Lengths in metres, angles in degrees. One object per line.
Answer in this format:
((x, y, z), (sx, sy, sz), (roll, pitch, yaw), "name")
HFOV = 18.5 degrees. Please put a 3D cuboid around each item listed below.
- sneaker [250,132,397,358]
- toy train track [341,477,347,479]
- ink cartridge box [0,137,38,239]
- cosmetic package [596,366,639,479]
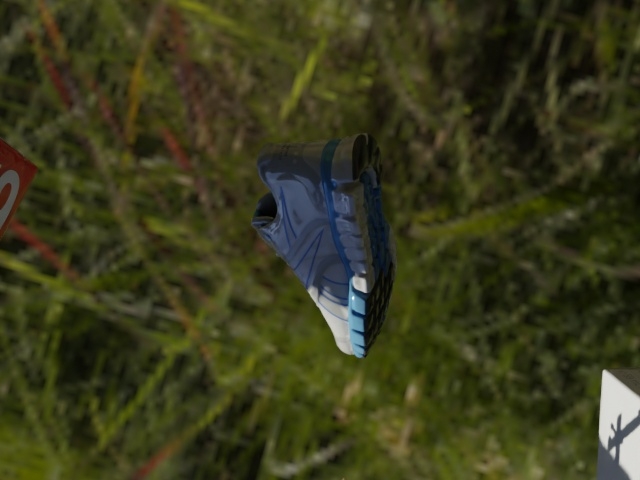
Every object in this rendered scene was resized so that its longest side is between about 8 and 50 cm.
((0.000, 0.000, 1.243), (0.083, 0.071, 0.190), (7, 138, 16), "sneaker")
((0.009, 0.205, 1.574), (0.048, 0.014, 0.083), (38, 149, -2), "toy train track")
((-0.341, 0.008, 1.241), (0.130, 0.272, 0.309), (25, 174, 16), "ink cartridge box")
((0.358, 0.185, 1.510), (0.225, 0.138, 0.224), (-2, -165, -15), "cosmetic package")
